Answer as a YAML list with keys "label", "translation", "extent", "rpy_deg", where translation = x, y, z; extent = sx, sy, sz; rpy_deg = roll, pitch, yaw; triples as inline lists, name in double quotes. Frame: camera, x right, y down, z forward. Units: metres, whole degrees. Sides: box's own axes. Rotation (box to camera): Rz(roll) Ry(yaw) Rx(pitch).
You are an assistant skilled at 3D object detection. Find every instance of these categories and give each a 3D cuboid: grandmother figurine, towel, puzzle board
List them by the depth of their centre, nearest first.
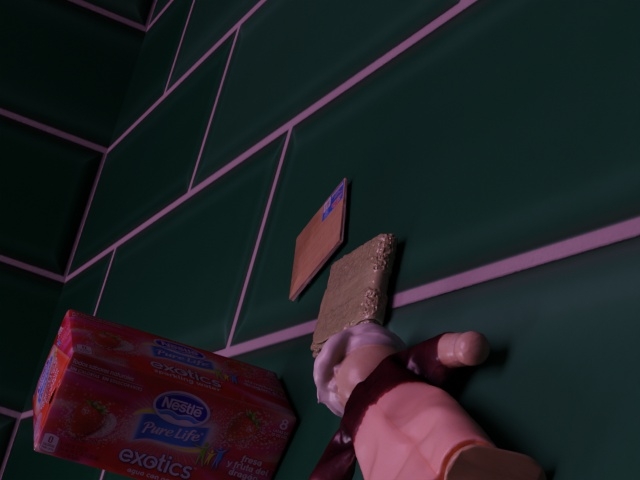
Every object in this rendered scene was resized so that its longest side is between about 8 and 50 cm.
- label: "grandmother figurine"
  translation: [0.063, 0.156, 1.131]
  extent: [0.208, 0.104, 0.342]
  rpy_deg: [-39, 18, 3]
- label: "towel"
  translation: [0.035, 0.057, 1.421]
  extent: [0.148, 0.027, 0.110]
  rpy_deg: [-39, 34, 60]
- label: "puzzle board"
  translation: [0.000, 0.000, 1.613]
  extent: [0.128, 0.011, 0.096]
  rpy_deg: [-50, 25, 44]

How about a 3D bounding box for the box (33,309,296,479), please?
- label: "box"
  translation: [-0.171, 0.182, 1.508]
  extent: [0.128, 0.257, 0.122]
  rpy_deg: [-123, 54, -69]
